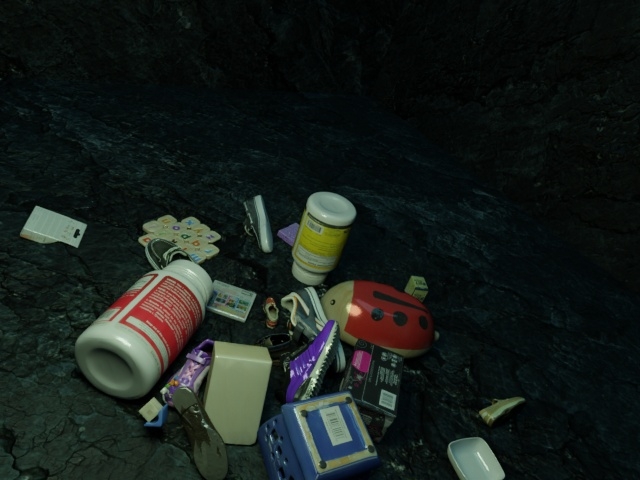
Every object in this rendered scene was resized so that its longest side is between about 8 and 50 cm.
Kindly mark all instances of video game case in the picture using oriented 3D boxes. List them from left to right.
[{"bbox_3d":[-0.313,0.207,1.787,0.157,0.019,0.143,19,34,-2],"label":"video game case"}]

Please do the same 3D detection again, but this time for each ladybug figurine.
[{"bbox_3d":[0.216,0.263,1.847,0.449,0.162,0.305,16,33,-6],"label":"ladybug figurine"}]

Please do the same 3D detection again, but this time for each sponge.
[{"bbox_3d":[-0.070,0.005,2.188,0.210,0.031,0.117,36,37,23],"label":"sponge"}]

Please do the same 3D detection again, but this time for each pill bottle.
[{"bbox_3d":[-0.475,0.230,1.481,0.229,0.229,0.408,23,34,5],"label":"pill bottle"},{"bbox_3d":[0.000,0.000,1.956,0.188,0.334,0.188,13,34,-9],"label":"pill bottle"}]

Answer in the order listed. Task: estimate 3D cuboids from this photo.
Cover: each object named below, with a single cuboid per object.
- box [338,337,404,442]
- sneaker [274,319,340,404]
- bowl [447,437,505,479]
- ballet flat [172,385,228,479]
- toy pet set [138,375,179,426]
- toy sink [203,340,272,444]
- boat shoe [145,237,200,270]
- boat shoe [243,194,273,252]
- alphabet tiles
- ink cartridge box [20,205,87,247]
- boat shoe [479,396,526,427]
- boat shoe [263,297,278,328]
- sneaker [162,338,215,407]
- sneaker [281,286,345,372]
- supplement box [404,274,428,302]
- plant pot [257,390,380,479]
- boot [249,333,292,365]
[{"bbox_3d":[0.145,0.448,1.565,0.163,0.142,0.247,22,35,1],"label":"box"},{"bbox_3d":[-0.047,0.354,1.551,0.146,0.102,0.293,18,66,19],"label":"sneaker"},{"bbox_3d":[0.442,0.651,1.505,0.142,0.053,0.142,2,37,-26],"label":"bowl"},{"bbox_3d":[-0.302,0.483,1.307,0.084,0.058,0.250,-28,78,-15],"label":"ballet flat"},{"bbox_3d":[-0.405,0.425,1.334,0.065,0.122,0.114,47,4,-1],"label":"toy pet set"},{"bbox_3d":[-0.234,0.410,1.411,0.152,0.234,0.131,10,5,-14],"label":"toy sink"},{"bbox_3d":[-0.479,0.074,1.765,0.335,0.119,0.121,34,54,25],"label":"boat shoe"},{"bbox_3d":[-0.265,-0.062,2.132,0.102,0.108,0.301,-18,53,2],"label":"boat shoe"},{"bbox_3d":[-0.530,-0.003,1.975,0.284,0.021,0.278,33,35,19],"label":"alphabet tiles"},{"bbox_3d":[-0.930,-0.037,1.820,0.179,0.045,0.145,26,28,-25],"label":"ink cartridge box"},{"bbox_3d":[0.603,0.551,1.725,0.190,0.068,0.072,-8,30,-35],"label":"boat shoe"},{"bbox_3d":[-0.168,0.241,1.790,0.049,0.043,0.137,7,34,-15],"label":"boat shoe"},{"bbox_3d":[-0.357,0.364,1.463,0.095,0.104,0.236,27,35,8],"label":"sneaker"},{"bbox_3d":[-0.032,0.302,1.702,0.127,0.126,0.321,-13,50,-21],"label":"sneaker"},{"bbox_3d":[0.386,0.198,2.097,0.056,0.083,0.083,9,36,-14],"label":"supplement box"},{"bbox_3d":[0.000,0.515,1.299,0.236,0.212,0.236,-3,50,-30],"label":"plant pot"},{"bbox_3d":[-0.191,0.326,1.597,0.219,0.106,0.082,5,36,-22],"label":"boot"}]
